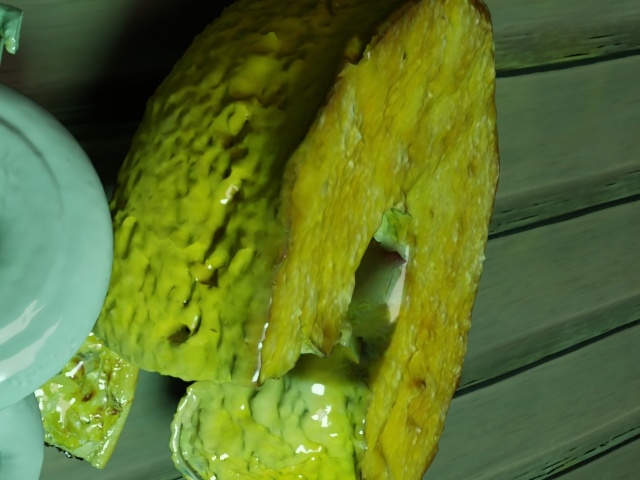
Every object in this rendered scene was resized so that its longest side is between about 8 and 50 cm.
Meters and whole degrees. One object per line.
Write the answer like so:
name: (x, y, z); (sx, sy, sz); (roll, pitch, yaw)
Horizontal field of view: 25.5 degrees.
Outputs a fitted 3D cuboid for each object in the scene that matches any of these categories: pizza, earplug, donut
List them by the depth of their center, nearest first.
earplug: (-0.246, 0.060, 0.845); (0.214, 0.175, 0.325); (13, 100, -9)
donut: (0.000, 0.000, 1.022); (0.377, 0.163, 0.435); (-62, 154, -28)
pizza: (-0.176, 0.105, 1.036); (0.099, 0.036, 0.160); (-13, 120, -41)

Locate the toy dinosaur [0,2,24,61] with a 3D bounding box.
toy dinosaur: (-0.244, -0.131, 0.802); (0.057, 0.142, 0.212); (109, -9, -54)
